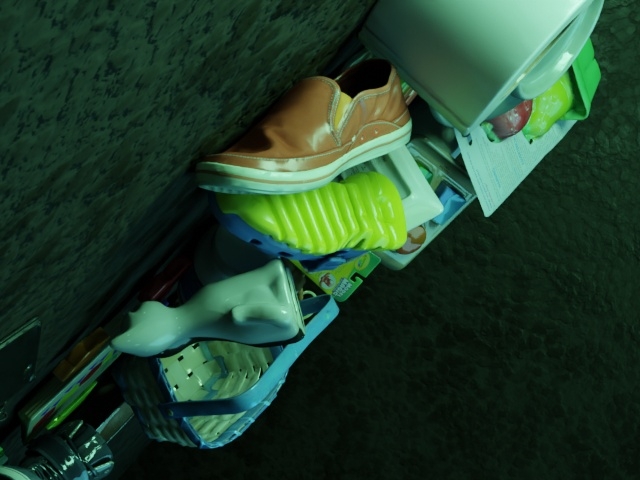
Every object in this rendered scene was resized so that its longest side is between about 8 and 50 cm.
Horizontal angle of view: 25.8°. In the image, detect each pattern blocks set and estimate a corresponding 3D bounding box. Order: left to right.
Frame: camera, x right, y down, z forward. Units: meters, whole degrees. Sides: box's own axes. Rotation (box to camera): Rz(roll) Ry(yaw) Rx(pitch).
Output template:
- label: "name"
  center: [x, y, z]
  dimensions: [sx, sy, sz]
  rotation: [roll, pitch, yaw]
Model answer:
- label: "pattern blocks set"
  center: [-0.293, 0.161, 1.671]
  dimensions: [0.325, 0.026, 0.285]
  rotation: [-45, 175, -33]

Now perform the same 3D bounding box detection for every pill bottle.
- label: "pill bottle"
  center: [-0.112, 0.037, 1.772]
  dimensions: [0.112, 0.112, 0.186]
  rotation: [-45, 176, -27]

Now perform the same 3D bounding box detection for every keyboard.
- label: "keyboard"
  center: [-0.317, 0.138, 1.233]
  dimensions: [0.192, 0.038, 0.100]
  rotation: [-39, 148, -57]

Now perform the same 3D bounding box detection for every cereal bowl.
- label: "cereal bowl"
  center: [0.151, -0.156, 2.496]
  dimensions: [0.339, 0.141, 0.339]
  rotation: [-46, 176, -4]

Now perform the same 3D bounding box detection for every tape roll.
- label: "tape roll"
  center: [0.185, -0.261, 1.576]
  dimensions: [0.246, 0.169, 0.246]
  rotation: [-48, 177, -4]

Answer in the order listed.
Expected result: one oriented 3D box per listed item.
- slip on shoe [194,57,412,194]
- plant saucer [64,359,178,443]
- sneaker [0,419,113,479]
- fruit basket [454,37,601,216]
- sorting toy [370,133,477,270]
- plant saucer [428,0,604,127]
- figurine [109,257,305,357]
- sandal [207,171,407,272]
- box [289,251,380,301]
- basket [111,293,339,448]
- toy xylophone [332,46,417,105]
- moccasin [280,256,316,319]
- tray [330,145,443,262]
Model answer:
- label: "slip on shoe"
  center: [-0.016, -0.117, 1.449]
  dimensions: [0.123, 0.101, 0.331]
  rotation: [7, -158, 35]
- label: "plant saucer"
  center: [-0.344, 0.280, 2.170]
  dimensions: [0.310, 0.050, 0.310]
  rotation: [-48, 176, -5]
- label: "sneaker"
  center: [-0.308, 0.265, 1.605]
  dimensions: [0.163, 0.086, 0.226]
  rotation: [-33, 179, -27]
- label: "fruit basket"
  center: [0.311, -0.268, 2.336]
  dimensions: [0.165, 0.327, 0.353]
  rotation: [10, -137, 48]
- label: "sorting toy"
  center: [0.116, -0.073, 2.287]
  dimensions: [0.229, 0.041, 0.307]
  rotation: [-42, 136, 16]
- label: "plant saucer"
  center: [0.315, -0.319, 2.045]
  dimensions: [0.400, 0.100, 0.400]
  rotation: [-42, 155, -25]
- label: "figurine"
  center: [-0.131, 0.092, 1.589]
  dimensions: [0.209, 0.092, 0.215]
  rotation: [-14, 174, 1]
- label: "sandal"
  center: [-0.029, -0.019, 1.605]
  dimensions: [0.138, 0.126, 0.317]
  rotation: [-23, 160, 29]
- label: "box"
  center: [0.000, 0.000, 2.119]
  dimensions: [0.105, 0.179, 0.043]
  rotation: [-48, 176, 23]
- label: "basket"
  center: [-0.137, 0.173, 1.972]
  dimensions: [0.289, 0.201, 0.255]
  rotation: [-10, -157, 38]
- label: "toy xylophone"
  center: [0.071, -0.183, 1.771]
  dimensions: [0.323, 0.081, 0.236]
  rotation: [-44, 175, -39]
- label: "moccasin"
  center: [-0.090, 0.097, 2.354]
  dimensions: [0.139, 0.147, 0.380]
  rotation: [-46, 176, -22]
- label: "tray"
  center: [0.054, -0.081, 1.823]
  dimensions: [0.145, 0.030, 0.270]
  rotation: [-27, -145, 1]
